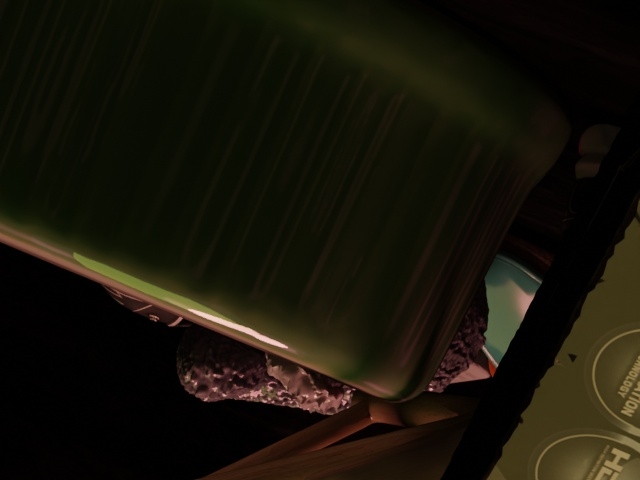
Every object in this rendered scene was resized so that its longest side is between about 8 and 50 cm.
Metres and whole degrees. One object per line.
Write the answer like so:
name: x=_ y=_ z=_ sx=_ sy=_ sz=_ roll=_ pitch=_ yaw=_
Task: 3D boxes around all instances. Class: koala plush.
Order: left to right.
koala plush: x=0.011 y=0.023 z=1.172 sx=0.203 sy=0.196 sz=0.221 roll=16 pitch=172 yaw=7

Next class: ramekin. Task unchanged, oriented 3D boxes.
ramekin: x=-0.053 y=-0.041 z=0.827 sx=0.303 sy=0.148 sz=0.303 roll=22 pitch=176 yaw=2

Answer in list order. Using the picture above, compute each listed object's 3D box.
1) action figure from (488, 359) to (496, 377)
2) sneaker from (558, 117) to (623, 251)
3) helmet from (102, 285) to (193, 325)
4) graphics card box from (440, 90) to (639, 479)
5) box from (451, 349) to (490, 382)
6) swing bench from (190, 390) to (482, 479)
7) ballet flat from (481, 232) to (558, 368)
action figure: x=0.242 y=0.105 z=1.547 sx=0.330 sy=0.178 sz=0.341 roll=10 pitch=141 yaw=43
sneaker: x=0.184 y=0.015 z=0.783 sx=0.178 sy=0.077 sz=0.072 roll=21 pitch=177 yaw=14
helmet: x=-0.117 y=-0.010 z=1.510 sx=0.161 sy=0.169 sz=0.169 roll=1 pitch=-168 yaw=-44
graphics card box: x=0.235 y=0.099 z=0.581 sx=0.371 sy=0.233 sz=0.094 roll=24 pitch=-141 yaw=1
box: x=0.020 y=0.051 z=1.408 sx=0.182 sy=0.119 sz=0.181 roll=-9 pitch=166 yaw=17
swing bench: x=0.073 y=0.197 z=0.834 sx=0.165 sy=0.253 sz=0.254 roll=-24 pitch=-177 yaw=-30
ballet flat: x=0.212 y=0.094 z=1.344 sx=0.107 sy=0.106 sz=0.316 roll=-28 pitch=109 yaw=38
